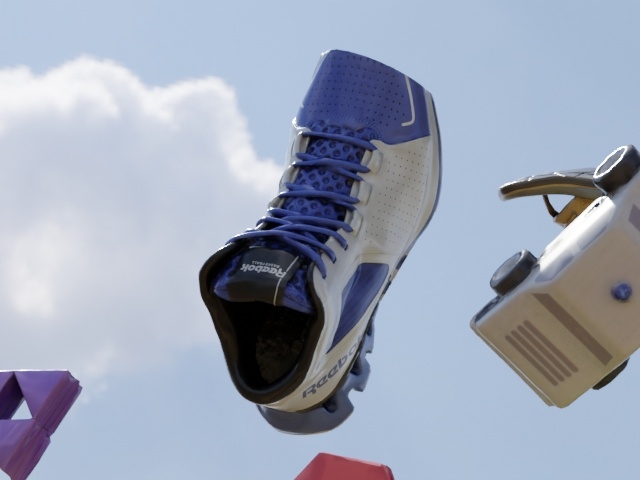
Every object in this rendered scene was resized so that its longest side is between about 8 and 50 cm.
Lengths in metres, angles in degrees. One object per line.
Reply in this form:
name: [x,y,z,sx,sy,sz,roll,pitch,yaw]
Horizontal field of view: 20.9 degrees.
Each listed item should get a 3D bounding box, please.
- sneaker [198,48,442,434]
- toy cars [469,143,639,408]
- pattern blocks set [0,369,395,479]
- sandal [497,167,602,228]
sneaker: [0.000,0.001,1.374,0.127,0.316,0.182,14,-3,17]
toy cars: [0.287,0.017,1.065,0.393,0.176,0.087,-5,13,5]
pattern blocks set: [-0.134,0.193,0.563,0.285,0.325,0.026,12,-20,22]
sandal: [0.212,-0.029,1.323,0.180,0.049,0.072,4,9,37]
